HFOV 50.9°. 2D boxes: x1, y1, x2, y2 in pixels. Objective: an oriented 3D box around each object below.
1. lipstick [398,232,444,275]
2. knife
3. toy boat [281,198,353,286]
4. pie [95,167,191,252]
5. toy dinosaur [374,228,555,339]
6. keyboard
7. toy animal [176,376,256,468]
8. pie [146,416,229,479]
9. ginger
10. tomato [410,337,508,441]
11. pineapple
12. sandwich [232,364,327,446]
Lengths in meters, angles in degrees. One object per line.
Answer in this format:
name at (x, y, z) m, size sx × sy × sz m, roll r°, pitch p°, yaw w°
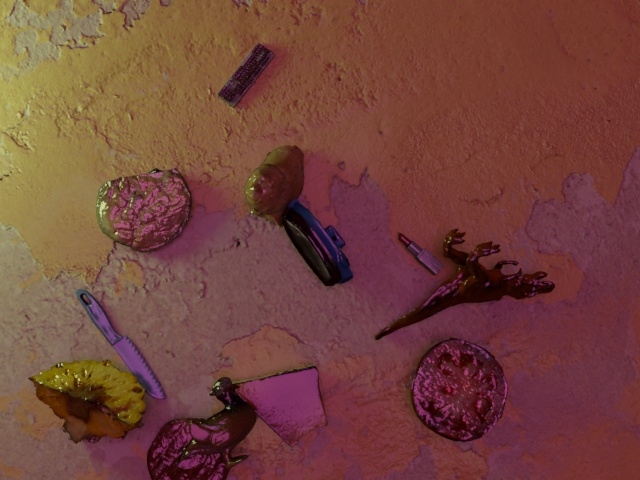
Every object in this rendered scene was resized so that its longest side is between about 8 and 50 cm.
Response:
lipstick at (0.228, 0.027, 1.566) m, size 0.129 × 0.030 × 0.030 m, roll 42°, pitch 81°, yaw 2°
knife at (-0.443, 0.231, 1.496) m, size 0.044 × 0.019 × 0.313 m, roll -36°, pitch 89°, yaw -11°
toy boat at (0.000, 0.000, 1.522) m, size 0.097 × 0.100 × 0.223 m, roll -34°, pitch 87°, yaw -35°
pie at (-0.397, -0.067, 1.519) m, size 0.218 × 0.052 × 0.185 m, roll -10°, pitch 82°, yaw -8°
toy dinosaur at (0.319, 0.086, 1.523) m, size 0.431 × 0.097 × 0.208 m, roll -10°, pitch 117°, yaw -2°
keyboard at (-0.175, -0.393, 1.596) m, size 0.055 × 0.017 × 0.166 m, roll 36°, pitch 81°, yaw 1°
toy animal at (-0.226, 0.393, 1.417) m, size 0.188 × 0.089 × 0.179 m, roll -19°, pitch 81°, yaw -17°
pie at (-0.285, 0.475, 1.458) m, size 0.182 × 0.049 × 0.183 m, roll 1°, pitch 84°, yaw -6°
ginger at (-0.103, -0.148, 1.526) m, size 0.115 × 0.123 × 0.193 m, roll 18°, pitch 74°, yaw 11°
tomato at (0.303, 0.332, 1.506) m, size 0.224 × 0.085 × 0.225 m, roll 1°, pitch 79°, yaw -5°
pineapple at (-0.475, 0.353, 1.446) m, size 0.249 × 0.140 × 0.164 m, roll 14°, pitch 123°, yaw 12°
sandwich at (-0.088, 0.372, 1.483) m, size 0.192 × 0.058 × 0.163 m, roll -10°, pitch 84°, yaw -5°
